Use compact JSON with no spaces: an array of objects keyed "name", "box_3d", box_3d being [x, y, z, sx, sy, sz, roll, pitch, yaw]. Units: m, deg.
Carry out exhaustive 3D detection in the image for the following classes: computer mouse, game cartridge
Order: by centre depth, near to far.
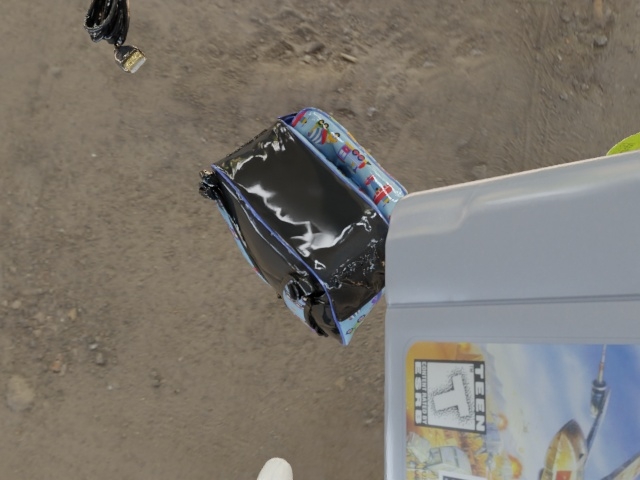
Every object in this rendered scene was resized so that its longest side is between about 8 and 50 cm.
[{"name":"game cartridge","box_3d":[0.108,0.113,0.325,0.198,0.062,0.297,-11,77,56]},{"name":"computer mouse","box_3d":[-0.153,-0.232,0.653,0.262,0.060,0.184,27,111,53]}]

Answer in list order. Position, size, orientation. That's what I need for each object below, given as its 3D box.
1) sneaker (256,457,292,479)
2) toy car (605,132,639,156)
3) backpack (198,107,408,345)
[{"name":"sneaker","box_3d":[-0.040,0.364,0.924,0.094,0.080,0.212,-3,52,15]},{"name":"toy car","box_3d":[0.393,-0.060,0.841,0.159,0.182,0.136,-43,118,-13]},{"name":"backpack","box_3d":[0.000,0.000,0.641,0.117,0.173,0.158,-39,62,-10]}]
